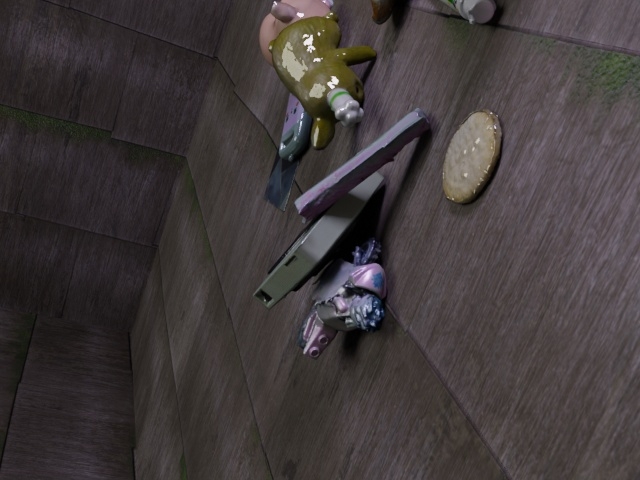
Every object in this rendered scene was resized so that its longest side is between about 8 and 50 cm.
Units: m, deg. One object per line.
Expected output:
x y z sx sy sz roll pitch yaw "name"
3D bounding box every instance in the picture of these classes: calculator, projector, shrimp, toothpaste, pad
-0.057 -0.321 2.042 0.141 0.045 0.246 153 129 -65 "calculator"
0.000 0.000 1.497 0.259 0.079 0.257 -52 4 -33 "projector"
0.159 -0.593 1.598 0.164 0.062 0.316 54 -128 -83 "shrimp"
0.235 -0.432 1.338 0.058 0.056 0.314 -28 29 8 "toothpaste"
-0.108 -0.175 2.145 0.243 0.004 0.163 -147 72 -69 "pad"

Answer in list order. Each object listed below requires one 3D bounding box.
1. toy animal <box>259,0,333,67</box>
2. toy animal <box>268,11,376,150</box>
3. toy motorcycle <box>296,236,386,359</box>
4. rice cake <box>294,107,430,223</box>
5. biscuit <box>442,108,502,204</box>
-0.044 -0.537 1.988 0.213 0.195 0.256 -56 13 -23 "toy animal"
0.024 -0.335 1.692 0.363 0.180 0.181 60 143 33 "toy animal"
0.045 0.121 1.364 0.204 0.108 0.239 -122 50 -64 "toy motorcycle"
0.073 -0.127 1.359 0.290 0.051 0.081 -37 10 5 "rice cake"
0.227 -0.128 1.179 0.152 0.020 0.152 -166 90 -71 "biscuit"
